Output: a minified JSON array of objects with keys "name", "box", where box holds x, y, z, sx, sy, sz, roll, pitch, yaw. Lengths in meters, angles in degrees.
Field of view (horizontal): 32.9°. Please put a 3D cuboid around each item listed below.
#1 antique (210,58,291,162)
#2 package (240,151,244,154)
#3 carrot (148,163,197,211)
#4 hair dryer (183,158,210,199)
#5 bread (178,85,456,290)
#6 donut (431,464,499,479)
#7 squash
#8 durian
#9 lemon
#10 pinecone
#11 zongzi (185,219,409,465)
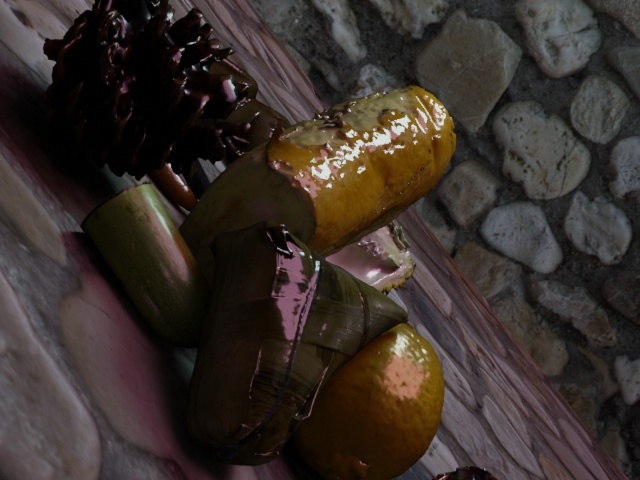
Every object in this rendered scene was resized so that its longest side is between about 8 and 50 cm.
[{"name":"antique","box":[-0.152,-0.214,1.893,0.257,0.121,0.143,47,21,-21]},{"name":"package","box":[-0.065,0.032,1.538,0.288,0.109,0.223,53,24,-35]},{"name":"carrot","box":[-0.251,-0.139,1.503,0.247,0.043,0.043,53,12,-8]},{"name":"hair dryer","box":[-0.208,-0.138,1.578,0.124,0.071,0.219,24,-33,53]},{"name":"bread","box":[0.004,-0.070,1.374,0.165,0.236,0.375,53,41,6]},{"name":"donut","box":[0.256,0.437,1.633,0.235,0.089,0.235,48,15,-17]},{"name":"squash","box":[-0.175,0.036,1.183,0.188,0.095,0.095,55,13,10]},{"name":"durian","box":[0.003,0.014,1.773,0.305,0.186,0.195,54,37,-27]},{"name":"lemon","box":[0.056,0.194,1.319,0.188,0.188,0.256,49,46,-17]},{"name":"pinecone","box":[-0.210,-0.188,1.316,0.257,0.243,0.243,24,26,-29]},{"name":"zongzi","box":[-0.012,0.140,1.170,0.274,0.125,0.250,31,62,-38]}]
